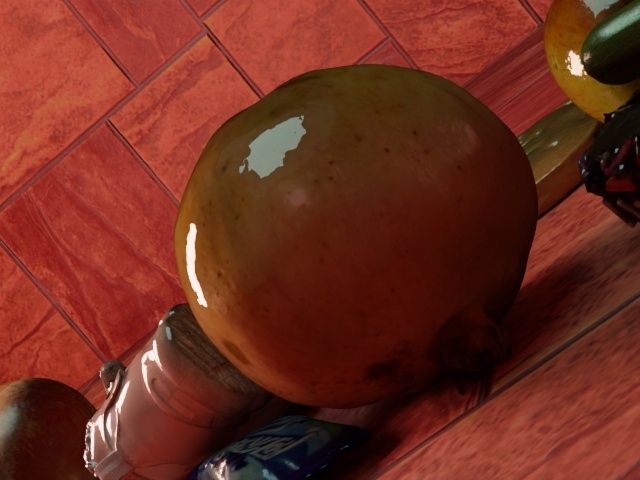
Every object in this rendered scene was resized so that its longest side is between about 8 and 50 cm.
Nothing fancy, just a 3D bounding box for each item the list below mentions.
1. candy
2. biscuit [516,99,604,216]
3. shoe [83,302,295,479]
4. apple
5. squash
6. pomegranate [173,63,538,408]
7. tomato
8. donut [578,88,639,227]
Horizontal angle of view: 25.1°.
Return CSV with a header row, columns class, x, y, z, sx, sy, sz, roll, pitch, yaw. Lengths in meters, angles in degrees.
class,x,y,z,sx,sy,sz,roll,pitch,yaw
candy,-0.049,0.215,1.362,0.145,0.070,0.275,-32,3,-18
biscuit,0.259,-0.093,1.763,0.275,0.052,0.355,-38,6,20
shoe,-0.141,0.171,1.579,0.198,0.172,0.351,-48,-14,9
apple,0.335,-0.207,1.510,0.196,0.196,0.196,-39,6,5
squash,0.321,-0.205,1.235,0.229,0.066,0.066,-35,8,35
pomegranate,0.045,0.010,1.290,0.338,0.338,0.338,-39,6,5
tomato,-0.372,0.313,1.820,0.270,0.223,0.270,-39,24,21
donut,0.338,-0.108,1.197,0.270,0.103,0.269,-40,4,4
